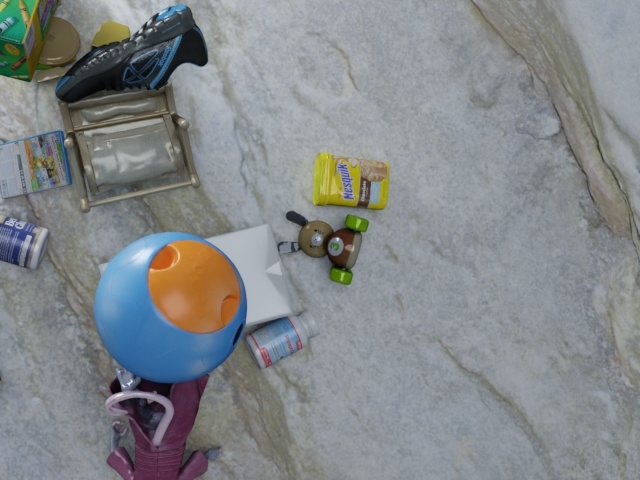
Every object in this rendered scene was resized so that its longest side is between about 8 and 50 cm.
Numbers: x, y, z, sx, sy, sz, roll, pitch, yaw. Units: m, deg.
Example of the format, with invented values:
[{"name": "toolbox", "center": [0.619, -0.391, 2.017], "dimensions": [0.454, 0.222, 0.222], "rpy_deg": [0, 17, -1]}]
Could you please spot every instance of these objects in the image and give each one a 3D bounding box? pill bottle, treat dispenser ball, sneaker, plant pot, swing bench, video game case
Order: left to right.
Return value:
[{"name": "pill bottle", "center": [-0.676, -0.004, 1.668], "dimensions": [0.169, 0.094, 0.094], "rpy_deg": [18, 82, -12]}, {"name": "video game case", "center": [-0.625, -0.164, 1.697], "dimensions": [0.166, 0.015, 0.119], "rpy_deg": [-11, 88, 12]}, {"name": "plant pot", "center": [-0.465, -0.444, 1.760], "dimensions": [0.081, 0.081, 0.083], "rpy_deg": [16, 71, -12]}, {"name": "swing bench", "center": [-0.415, -0.210, 1.690], "dimensions": [0.253, 0.255, 0.165], "rpy_deg": [-13, 123, -13]}, {"name": "sneaker", "center": [-0.402, -0.366, 1.673], "dimensions": [0.340, 0.125, 0.140], "rpy_deg": [-27, 121, 3]}, {"name": "treat dispenser ball", "center": [-0.284, 0.128, 1.498], "dimensions": [0.288, 0.288, 0.288], "rpy_deg": [1, 86, -13]}, {"name": "pill bottle", "center": [-0.086, 0.223, 1.796], "dimensions": [0.160, 0.087, 0.087], "rpy_deg": [-27, 92, -13]}]

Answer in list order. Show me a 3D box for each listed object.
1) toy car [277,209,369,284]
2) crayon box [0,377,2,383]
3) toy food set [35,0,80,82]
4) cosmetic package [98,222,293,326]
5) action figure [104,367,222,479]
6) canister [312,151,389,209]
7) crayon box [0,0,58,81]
[{"name": "toy car", "center": [0.000, 0.000, 1.814], "dimensions": [0.188, 0.149, 0.155], "rpy_deg": [17, 93, 0]}, {"name": "crayon box", "center": [-0.884, 0.325, 1.546], "dimensions": [0.313, 0.106, 0.363], "rpy_deg": [45, 77, -25]}, {"name": "toy food set", "center": [-0.607, -0.443, 1.750], "dimensions": [0.132, 0.038, 0.192], "rpy_deg": [-19, 80, -19]}, {"name": "cosmetic package", "center": [-0.274, 0.109, 1.727], "dimensions": [0.384, 0.156, 0.217], "rpy_deg": [-12, 89, -15]}, {"name": "action figure", "center": [-0.321, 0.432, 1.625], "dimensions": [0.247, 0.276, 0.371], "rpy_deg": [1, 101, -10]}, {"name": "canister", "center": [0.074, -0.139, 1.868], "dimensions": [0.169, 0.073, 0.126], "rpy_deg": [5, 85, -15]}, {"name": "crayon box", "center": [-0.619, -0.500, 1.653], "dimensions": [0.081, 0.165, 0.279], "rpy_deg": [14, 71, -11]}]
